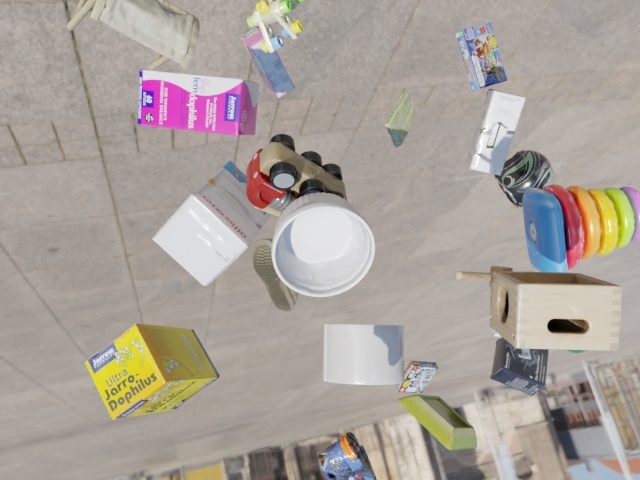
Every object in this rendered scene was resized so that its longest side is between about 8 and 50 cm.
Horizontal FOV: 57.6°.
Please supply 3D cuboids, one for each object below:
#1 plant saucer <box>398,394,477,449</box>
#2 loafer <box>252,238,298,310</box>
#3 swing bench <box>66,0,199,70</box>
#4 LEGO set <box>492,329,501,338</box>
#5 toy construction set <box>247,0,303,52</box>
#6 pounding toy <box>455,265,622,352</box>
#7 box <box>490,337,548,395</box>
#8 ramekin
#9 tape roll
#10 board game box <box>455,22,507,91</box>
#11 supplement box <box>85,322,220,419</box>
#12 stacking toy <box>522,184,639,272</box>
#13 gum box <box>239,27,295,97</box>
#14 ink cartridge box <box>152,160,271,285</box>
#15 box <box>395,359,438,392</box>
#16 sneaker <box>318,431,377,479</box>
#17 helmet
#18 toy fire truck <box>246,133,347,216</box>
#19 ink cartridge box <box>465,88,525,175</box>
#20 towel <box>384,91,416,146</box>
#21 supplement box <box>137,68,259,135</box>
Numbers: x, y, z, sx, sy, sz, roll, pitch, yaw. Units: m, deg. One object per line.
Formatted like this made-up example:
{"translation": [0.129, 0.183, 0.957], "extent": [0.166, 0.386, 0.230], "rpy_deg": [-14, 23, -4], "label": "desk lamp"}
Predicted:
{"translation": [0.325, 0.474, 1.558], "extent": [0.188, 0.188, 0.045], "rpy_deg": [22, 103, -50], "label": "plant saucer"}
{"translation": [-0.134, 0.097, 1.814], "extent": [0.102, 0.092, 0.269], "rpy_deg": [2, 126, 25], "label": "loafer"}
{"translation": [-0.470, -0.566, 1.492], "extent": [0.253, 0.165, 0.254], "rpy_deg": [23, 177, -38], "label": "swing bench"}
{"translation": [0.673, 0.234, 1.783], "extent": [0.287, 0.107, 0.132], "rpy_deg": [-1, 161, -13], "label": "LEGO set"}
{"translation": [-0.144, -0.645, 1.404], "extent": [0.151, 0.215, 0.328], "rpy_deg": [1, 143, 21], "label": "toy construction set"}
{"translation": [0.279, 0.092, 0.813], "extent": [0.181, 0.094, 0.206], "rpy_deg": [1, -176, 2], "label": "pounding toy"}
{"translation": [0.678, 0.417, 1.981], "extent": [0.158, 0.156, 0.093], "rpy_deg": [22, 143, 1], "label": "box"}
{"translation": [0.000, 0.000, 1.187], "extent": [0.207, 0.109, 0.207], "rpy_deg": [-4, 119, -7], "label": "ramekin"}
{"translation": [0.127, 0.334, 1.732], "extent": [0.246, 0.169, 0.246], "rpy_deg": [0, 172, 0], "label": "tape roll"}
{"translation": [0.538, -0.612, 1.942], "extent": [0.136, 0.201, 0.035], "rpy_deg": [-21, -173, -26], "label": "board game box"}
{"translation": [-0.496, 0.394, 1.770], "extent": [0.194, 0.195, 0.356], "rpy_deg": [-36, 162, 6], "label": "supplement box"}
{"translation": [0.549, -0.041, 1.096], "extent": [0.301, 0.166, 0.175], "rpy_deg": [-9, -168, 4], "label": "stacking toy"}
{"translation": [-0.154, -0.518, 1.715], "extent": [0.062, 0.107, 0.188], "rpy_deg": [-34, 130, -4], "label": "gum box"}
{"translation": [-0.286, -0.052, 1.624], "extent": [0.197, 0.198, 0.270], "rpy_deg": [-41, -169, 28], "label": "ink cartridge box"}
{"translation": [0.320, 0.455, 1.938], "extent": [0.094, 0.027, 0.137], "rpy_deg": [8, 127, -18], "label": "box"}
{"translation": [0.053, 0.450, 1.160], "extent": [0.087, 0.083, 0.221], "rpy_deg": [-24, 134, 2], "label": "sneaker"}
{"translation": [0.644, -0.197, 1.814], "extent": [0.161, 0.169, 0.169], "rpy_deg": [-38, 156, 12], "label": "helmet"}
{"translation": [-0.091, -0.106, 1.321], "extent": [0.217, 0.158, 0.246], "rpy_deg": [26, 131, -34], "label": "toy fire truck"}
{"translation": [0.455, -0.286, 1.526], "extent": [0.085, 0.203, 0.148], "rpy_deg": [15, -161, 6], "label": "ink cartridge box"}
{"translation": [0.248, -0.369, 1.778], "extent": [0.027, 0.148, 0.110], "rpy_deg": [11, 149, 39], "label": "towel"}
{"translation": [-0.248, -0.280, 1.190], "extent": [0.220, 0.111, 0.114], "rpy_deg": [7, -168, 10], "label": "supplement box"}
